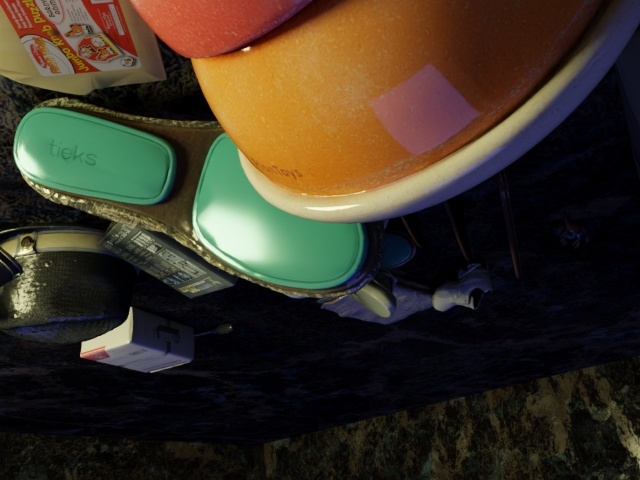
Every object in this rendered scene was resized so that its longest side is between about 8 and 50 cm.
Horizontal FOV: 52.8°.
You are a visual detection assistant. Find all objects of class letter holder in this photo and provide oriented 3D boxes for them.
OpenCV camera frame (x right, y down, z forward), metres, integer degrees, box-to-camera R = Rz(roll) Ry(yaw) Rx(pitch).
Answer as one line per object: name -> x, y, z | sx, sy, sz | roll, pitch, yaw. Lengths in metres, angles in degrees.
letter holder -> 0.175, -0.066, 0.869 | 0.152, 0.214, 0.302 | -13, 154, 15

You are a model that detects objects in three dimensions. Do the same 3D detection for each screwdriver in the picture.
screwdriver -> -0.286, 0.234, 1.633 | 0.170, 0.024, 0.025 | -16, -178, 25

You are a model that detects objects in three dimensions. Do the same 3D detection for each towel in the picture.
towel -> 0.141, 0.134, 1.482 | 0.282, 0.049, 0.187 | 17, 147, -39

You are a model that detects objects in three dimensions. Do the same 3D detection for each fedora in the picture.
fedora -> -0.454, 0.095, 1.147 | 0.334, 0.153, 0.334 | -5, 155, -2

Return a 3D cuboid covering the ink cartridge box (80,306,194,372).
ink cartridge box -> -0.429, 0.241, 1.534 | 0.158, 0.092, 0.218 | -18, 150, 24

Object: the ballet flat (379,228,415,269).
ballet flat -> 0.082, 0.025, 1.225 | 0.221, 0.077, 0.079 | -13, 173, 26

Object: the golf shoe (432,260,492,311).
golf shoe -> 0.309, 0.121, 1.416 | 0.069, 0.086, 0.176 | 4, 143, -27

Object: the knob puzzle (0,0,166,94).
knob puzzle -> -0.263, -0.212, 0.630 | 0.213, 0.030, 0.213 | -7, 156, -3

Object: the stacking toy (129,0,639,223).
stacking toy -> -0.054, -0.258, 0.351 | 0.350, 0.351, 0.480 | -23, 138, 32

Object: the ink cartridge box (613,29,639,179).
ink cartridge box -> 0.571, -0.145, 0.844 | 0.285, 0.166, 0.395 | -18, 153, 25

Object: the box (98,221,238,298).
box -> -0.230, 0.013, 0.991 | 0.183, 0.059, 0.232 | 34, 158, -17

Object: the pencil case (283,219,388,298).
pencil case -> 0.000, 0.000, 1.093 | 0.124, 0.113, 0.273 | 23, 146, -18

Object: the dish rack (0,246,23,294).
dish rack -> -0.565, 0.030, 0.981 | 0.208, 0.074, 0.271 | 43, 148, -7

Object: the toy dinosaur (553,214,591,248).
toy dinosaur -> 0.498, -0.016, 1.254 | 0.082, 0.047, 0.090 | -17, 148, -20

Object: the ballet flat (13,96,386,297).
ballet flat -> -0.129, -0.062, 0.758 | 0.482, 0.164, 0.182 | 17, -176, 21

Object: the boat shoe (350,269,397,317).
boat shoe -> 0.100, 0.081, 1.240 | 0.079, 0.081, 0.227 | 50, 172, -17
